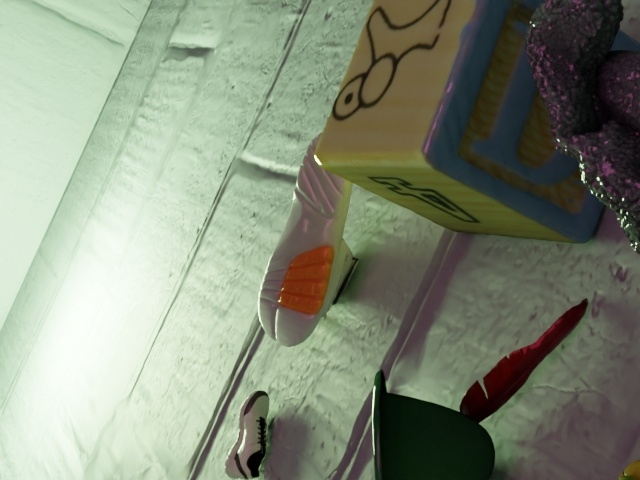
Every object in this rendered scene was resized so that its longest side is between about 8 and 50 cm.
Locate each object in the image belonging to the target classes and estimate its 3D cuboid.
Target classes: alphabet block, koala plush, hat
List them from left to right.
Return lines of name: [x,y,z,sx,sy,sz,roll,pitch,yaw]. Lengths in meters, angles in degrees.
alphabet block: [0.142,-0.118,0.899,0.197,0.193,0.192,10,76,62]
hat: [0.140,0.187,0.843,0.173,0.183,0.208,-88,-8,-48]
koala plush: [0.287,-0.108,0.662,0.221,0.196,0.203,-36,51,43]

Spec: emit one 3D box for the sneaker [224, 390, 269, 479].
sneaker: [-0.077,0.233,1.180,0.043,0.040,0.109,2,73,43]

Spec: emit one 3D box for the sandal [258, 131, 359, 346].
sandal: [0.007,0.003,1.163,0.102,0.076,0.265,30,107,41]

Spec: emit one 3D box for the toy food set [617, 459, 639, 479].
toy food set: [0.249,0.184,0.599,0.128,0.071,0.218,-62,28,6]
